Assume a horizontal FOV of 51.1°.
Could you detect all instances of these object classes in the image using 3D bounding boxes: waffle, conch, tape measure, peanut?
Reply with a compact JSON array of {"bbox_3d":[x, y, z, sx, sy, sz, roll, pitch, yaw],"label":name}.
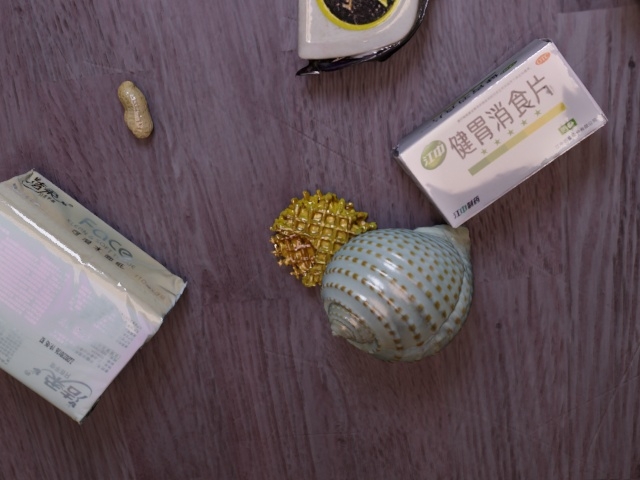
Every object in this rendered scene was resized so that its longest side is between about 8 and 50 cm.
[{"bbox_3d":[0.000,0.000,1.331,0.193,0.070,0.197,39,108,-8],"label":"waffle"},{"bbox_3d":[0.167,0.109,1.250,0.319,0.215,0.303,-22,128,-2],"label":"conch"},{"bbox_3d":[0.080,-0.412,1.153,0.231,0.133,0.271,8,111,11],"label":"tape measure"},{"bbox_3d":[-0.358,-0.252,1.292,0.054,0.054,0.113,-13,105,10],"label":"peanut"}]

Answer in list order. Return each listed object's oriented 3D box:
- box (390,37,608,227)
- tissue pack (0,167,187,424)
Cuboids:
[{"bbox_3d":[0.307,-0.189,1.196,0.333,0.145,0.173,-36,100,16],"label":"box"},{"bbox_3d":[-0.534,0.111,1.353,0.405,0.205,0.332,38,109,-8],"label":"tissue pack"}]
